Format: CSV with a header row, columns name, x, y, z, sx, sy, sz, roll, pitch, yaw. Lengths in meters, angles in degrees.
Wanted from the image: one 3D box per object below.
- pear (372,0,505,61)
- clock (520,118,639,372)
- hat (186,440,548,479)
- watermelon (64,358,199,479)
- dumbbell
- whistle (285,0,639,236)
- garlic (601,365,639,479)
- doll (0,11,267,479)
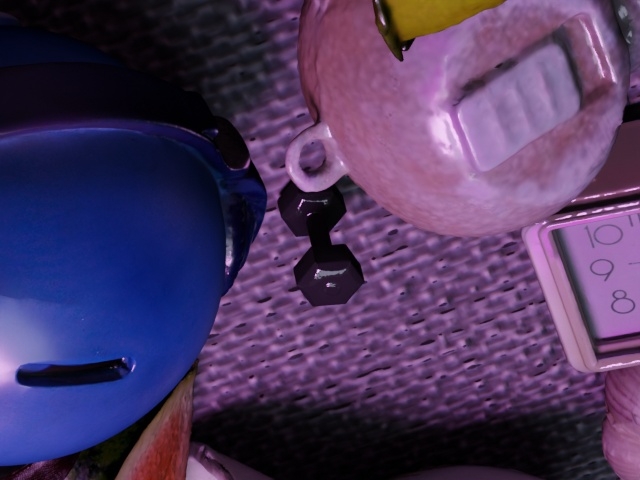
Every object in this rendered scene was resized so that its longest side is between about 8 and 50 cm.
name,x,y,z,sx,sy,sz,roll,pitch,yaw
pear,0.100,-0.226,0.830,0.255,0.238,0.164,-17,130,5
clock,0.224,-0.005,1.175,0.192,0.071,0.147,-11,134,15
hat,0.040,0.203,1.343,0.301,0.168,0.258,30,145,-10
watermelon,-0.181,0.209,1.244,0.128,0.159,0.303,22,119,17
dumbbell,0.000,0.000,1.142,0.040,0.083,0.036,-4,134,-10
whistle,0.120,-0.126,1.025,0.347,0.189,0.189,-32,138,-14
garlic,0.259,0.107,1.311,0.147,0.102,0.159,17,117,-12
doll,-0.178,0.021,1.018,0.284,0.240,0.310,-5,143,-31
